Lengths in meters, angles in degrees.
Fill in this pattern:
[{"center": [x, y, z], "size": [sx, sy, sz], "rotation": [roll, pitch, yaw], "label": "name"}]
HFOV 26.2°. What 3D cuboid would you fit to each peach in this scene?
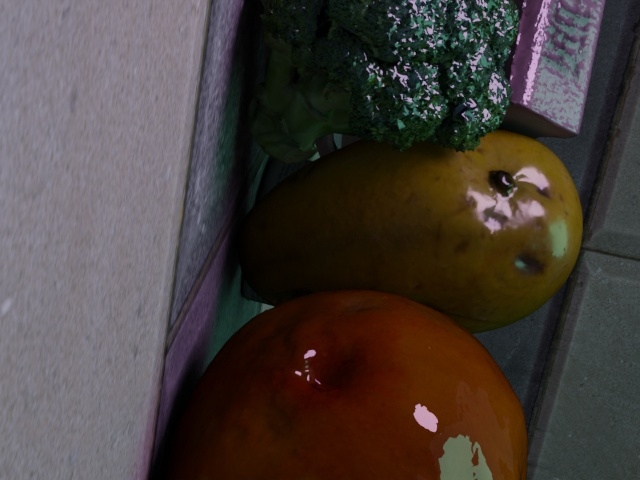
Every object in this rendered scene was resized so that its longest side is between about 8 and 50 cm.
[{"center": [0.020, 0.201, 1.222], "size": [0.302, 0.342, 0.343], "rotation": [67, 28, -44], "label": "peach"}]

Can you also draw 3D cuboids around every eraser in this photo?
[{"center": [0.165, -0.283, 1.399], "size": [0.272, 0.122, 0.359], "rotation": [0, -107, 50], "label": "eraser"}]

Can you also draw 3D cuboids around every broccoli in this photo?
[{"center": [0.043, -0.168, 1.199], "size": [0.270, 0.270, 0.270], "rotation": [-43, -162, 34], "label": "broccoli"}]

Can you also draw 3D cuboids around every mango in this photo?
[{"center": [0.080, -0.006, 1.369], "size": [0.253, 0.364, 0.182], "rotation": [39, 52, -49], "label": "mango"}]

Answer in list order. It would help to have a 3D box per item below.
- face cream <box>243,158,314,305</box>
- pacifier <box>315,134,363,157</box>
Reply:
[{"center": [0.000, 0.000, 1.583], "size": [0.177, 0.152, 0.177], "rotation": [13, 90, -85], "label": "face cream"}, {"center": [0.073, -0.077, 1.865], "size": [0.273, 0.332, 0.220], "rotation": [-1, 130, -53], "label": "pacifier"}]
